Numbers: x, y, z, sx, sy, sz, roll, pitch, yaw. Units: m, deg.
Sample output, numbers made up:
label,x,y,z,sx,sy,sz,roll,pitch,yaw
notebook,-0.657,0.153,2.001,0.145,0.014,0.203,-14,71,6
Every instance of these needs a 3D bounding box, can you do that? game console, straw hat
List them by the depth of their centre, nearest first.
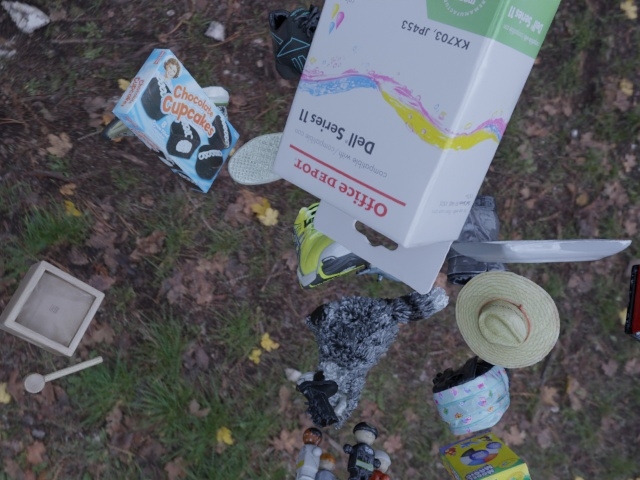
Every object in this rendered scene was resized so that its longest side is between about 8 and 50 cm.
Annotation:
label,x,y,z,sx,sy,sz,roll,pitch,yaw
straw hat,0.245,0.115,0.856,0.061,0.144,0.144,-21,115,-66
game console,0.630,0.115,1.196,0.124,0.085,0.144,28,68,-28

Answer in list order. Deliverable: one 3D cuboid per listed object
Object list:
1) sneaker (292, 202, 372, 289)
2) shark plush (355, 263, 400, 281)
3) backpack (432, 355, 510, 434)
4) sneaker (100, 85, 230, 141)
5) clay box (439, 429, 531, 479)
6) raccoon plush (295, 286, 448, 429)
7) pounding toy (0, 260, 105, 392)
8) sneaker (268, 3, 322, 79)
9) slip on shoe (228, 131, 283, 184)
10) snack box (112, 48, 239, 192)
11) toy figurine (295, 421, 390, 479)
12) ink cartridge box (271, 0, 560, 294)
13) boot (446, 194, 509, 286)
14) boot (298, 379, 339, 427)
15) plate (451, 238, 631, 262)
label,x,y,z,sx,sy,sz,roll,pitch,yaw
sneaker,0.000,0.000,1.237,0.145,0.385,0.147,-21,94,-9
shark plush,0.186,0.097,1.955,0.161,0.073,0.067,-1,91,-41
backpack,0.282,0.284,1.181,0.152,0.182,0.115,-33,78,20
sneaker,-0.398,-0.308,1.759,0.410,0.158,0.182,-25,99,-38
clay box,0.345,0.476,1.328,0.127,0.222,0.053,-19,94,-6
raccoon plush,0.148,0.298,1.647,0.446,0.299,0.216,-19,153,8
pounding toy,-0.483,0.173,1.145,0.181,0.094,0.206,36,63,-28
sneaker,-0.010,-0.298,0.970,0.101,0.267,0.106,-32,121,-20
slip on shoe,-0.091,-0.232,1.647,0.331,0.101,0.123,-30,94,-22
snack box,-0.336,-0.281,1.536,0.187,0.060,0.322,-63,145,-17
toy figurine,0.054,0.533,1.508,0.148,0.210,0.213,-77,152,-42
ink cartridge box,0.079,-0.130,0.694,0.119,0.207,0.353,-6,120,-52
boot,0.301,-0.005,1.528,0.338,0.118,0.222,3,68,-14
boot,0.011,0.355,1.383,0.121,0.099,0.045,16,122,-46
plate,0.453,0.021,1.346,0.277,0.278,0.045,-1,90,-11
